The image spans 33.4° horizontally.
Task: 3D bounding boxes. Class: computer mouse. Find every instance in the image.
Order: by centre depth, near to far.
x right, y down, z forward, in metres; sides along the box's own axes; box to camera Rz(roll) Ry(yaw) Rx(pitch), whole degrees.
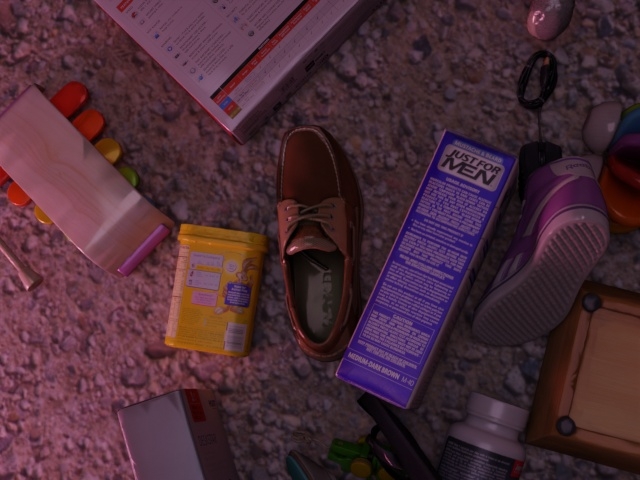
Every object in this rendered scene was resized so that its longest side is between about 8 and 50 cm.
[{"bbox_3d":[0.303,-0.145,1.458,0.071,0.041,0.242,-2,81,9],"label":"computer mouse"}]

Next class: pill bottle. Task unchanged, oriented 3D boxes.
[{"bbox_3d":[0.205,0.292,1.378,0.108,0.108,0.180,18,86,10],"label":"pill bottle"}]

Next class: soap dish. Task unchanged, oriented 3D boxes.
[{"bbox_3d":[0.428,0.186,1.355,0.291,0.118,0.229,14,85,11],"label":"soap dish"}]

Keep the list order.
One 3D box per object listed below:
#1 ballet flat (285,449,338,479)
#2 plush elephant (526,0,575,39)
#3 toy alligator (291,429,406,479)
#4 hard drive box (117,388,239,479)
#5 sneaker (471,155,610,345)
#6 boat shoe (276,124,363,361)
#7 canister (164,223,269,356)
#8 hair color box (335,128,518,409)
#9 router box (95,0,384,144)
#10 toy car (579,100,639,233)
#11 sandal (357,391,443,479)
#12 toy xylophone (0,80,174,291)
[{"bbox_3d":[0.026,0.367,1.424,0.068,0.072,0.213,-23,79,-23],"label":"ballet flat"},{"bbox_3d":[0.206,-0.468,1.410,0.255,0.272,0.330,-1,53,-5],"label":"plush elephant"},{"bbox_3d":[0.051,0.296,1.432,0.189,0.056,0.051,11,124,10],"label":"toy alligator"},{"bbox_3d":[-0.169,0.317,1.393,0.089,0.181,0.232,-19,81,5],"label":"hard drive box"},{"bbox_3d":[0.282,0.011,1.381,0.102,0.282,0.161,17,45,-15],"label":"sneaker"},{"bbox_3d":[0.000,0.000,1.441,0.122,0.120,0.324,-9,81,7],"label":"boat shoe"},{"bbox_3d":[-0.145,0.070,1.478,0.126,0.073,0.170,8,85,9],"label":"canister"},{"bbox_3d":[0.143,0.044,1.382,0.110,0.185,0.339,25,86,12],"label":"hair color box"},{"bbox_3d":[-0.105,-0.361,1.525,0.335,0.082,0.301,-45,79,0],"label":"router box"},{"bbox_3d":[0.413,-0.098,1.380,0.159,0.136,0.182,21,86,3],"label":"toy car"},{"bbox_3d":[0.100,0.276,1.341,0.054,0.097,0.254,-40,35,2],"label":"sandal"},{"bbox_3d":[-0.379,-0.074,1.527,0.236,0.081,0.323,-37,79,2],"label":"toy xylophone"}]
